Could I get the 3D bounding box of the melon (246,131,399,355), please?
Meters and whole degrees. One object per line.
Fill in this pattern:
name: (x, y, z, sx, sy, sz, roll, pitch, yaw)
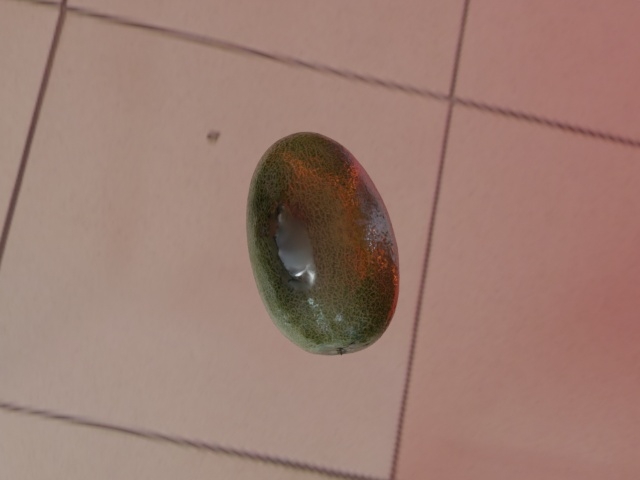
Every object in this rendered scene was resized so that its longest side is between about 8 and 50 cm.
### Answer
melon: (0.000, 0.000, 1.022, 0.099, 0.099, 0.162, -8, 68, -13)
